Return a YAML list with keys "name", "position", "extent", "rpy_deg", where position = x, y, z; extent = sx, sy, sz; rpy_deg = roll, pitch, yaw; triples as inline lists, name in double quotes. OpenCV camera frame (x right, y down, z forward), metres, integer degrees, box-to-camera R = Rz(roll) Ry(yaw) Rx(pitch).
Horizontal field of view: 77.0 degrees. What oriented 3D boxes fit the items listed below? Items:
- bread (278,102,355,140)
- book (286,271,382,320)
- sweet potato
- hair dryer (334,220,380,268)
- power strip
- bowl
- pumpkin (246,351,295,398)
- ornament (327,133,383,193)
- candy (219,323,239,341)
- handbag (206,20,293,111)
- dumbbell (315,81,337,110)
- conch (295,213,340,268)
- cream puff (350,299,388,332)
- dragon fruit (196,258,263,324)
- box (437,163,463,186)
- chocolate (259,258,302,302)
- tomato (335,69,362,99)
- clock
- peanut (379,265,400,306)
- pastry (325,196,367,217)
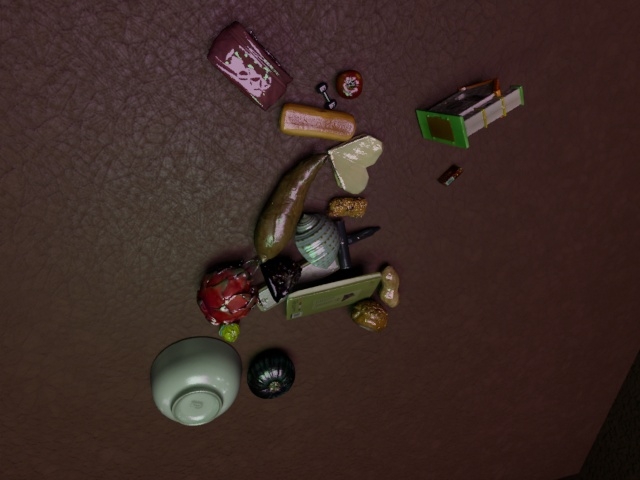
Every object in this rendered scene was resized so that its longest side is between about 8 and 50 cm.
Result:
- name: "bread"
  position: [-0.011, -0.364, 1.252]
  extent: [0.239, 0.074, 0.092]
  rpy_deg: [3, 103, -19]
- name: "book"
  position: [0.040, 0.214, 1.506]
  extent: [0.352, 0.035, 0.239]
  rpy_deg: [-12, 152, -14]
- name: "sweet potato"
  position: [-0.108, -0.116, 1.319]
  extent: [0.131, 0.130, 0.422]
  rpy_deg: [25, 105, -25]
- name: "hair dryer"
  position: [0.143, 0.006, 1.471]
  extent: [0.195, 0.050, 0.173]
  rpy_deg: [-8, 91, -25]
- name: "power strip"
  position: [-0.075, 0.132, 1.487]
  extent: [0.388, 0.066, 0.092]
  rpy_deg: [-29, 114, 2]
- name: "bowl"
  position: [-0.463, 0.561, 1.514]
  extent: [0.354, 0.185, 0.353]
  rpy_deg: [-7, 117, -13]
- name: "pumpkin"
  position: [-0.196, 0.544, 1.610]
  extent: [0.202, 0.140, 0.201]
  rpy_deg: [-7, 120, -12]
- name: "ornament"
  position: [0.102, -0.269, 1.346]
  extent: [0.180, 0.059, 0.201]
  rpy_deg: [19, 106, -23]
- name: "candy"
  position: [-0.309, 0.255, 1.484]
  extent: [0.077, 0.073, 0.262]
  rpy_deg: [21, 103, 1]
- name: "handbag"
  position: [-0.188, -0.478, 1.103]
  extent: [0.225, 0.146, 0.135]
  rpy_deg: [39, 103, -26]
- name: "dumbbell"
  position: [0.019, -0.445, 1.243]
  extent: [0.036, 0.040, 0.083]
  rpy_deg: [-50, 123, -24]
- name: "conch"
  position: [0.006, -0.008, 1.370]
  extent: [0.200, 0.172, 0.131]
  rpy_deg: [39, 112, -17]
- name: "cream puff"
  position: [0.199, 0.297, 1.602]
  extent: [0.150, 0.165, 0.115]
  rpy_deg: [22, 76, -1]
- name: "dragon fruit"
  position: [-0.309, 0.175, 1.367]
  extent: [0.193, 0.192, 0.274]
  rpy_deg: [19, 112, -46]
- name: "box"
  position: [0.475, -0.237, 1.468]
  extent: [0.082, 0.051, 0.023]
  rpy_deg: [-44, 120, 8]
- name: "chocolate"
  position: [-0.124, 0.120, 1.386]
  extent: [0.133, 0.156, 0.156]
  rpy_deg: [-25, 120, -14]
- name: "tomato"
  position: [0.087, -0.475, 1.228]
  extent: [0.087, 0.075, 0.087]
  rpy_deg: [0, 110, -1]
- name: "clock"
  position: [0.485, -0.418, 1.295]
  extent: [0.255, 0.220, 0.106]
  rpy_deg: [-31, 121, -9]
- name: "peanut"
  position: [0.273, 0.184, 1.602]
  extent: [0.089, 0.089, 0.192]
  rpy_deg: [-11, 114, -11]
- name: "pastry"
  position: [0.094, -0.117, 1.417]
  extent: [0.140, 0.056, 0.080]
  rpy_deg: [3, 122, -25]
